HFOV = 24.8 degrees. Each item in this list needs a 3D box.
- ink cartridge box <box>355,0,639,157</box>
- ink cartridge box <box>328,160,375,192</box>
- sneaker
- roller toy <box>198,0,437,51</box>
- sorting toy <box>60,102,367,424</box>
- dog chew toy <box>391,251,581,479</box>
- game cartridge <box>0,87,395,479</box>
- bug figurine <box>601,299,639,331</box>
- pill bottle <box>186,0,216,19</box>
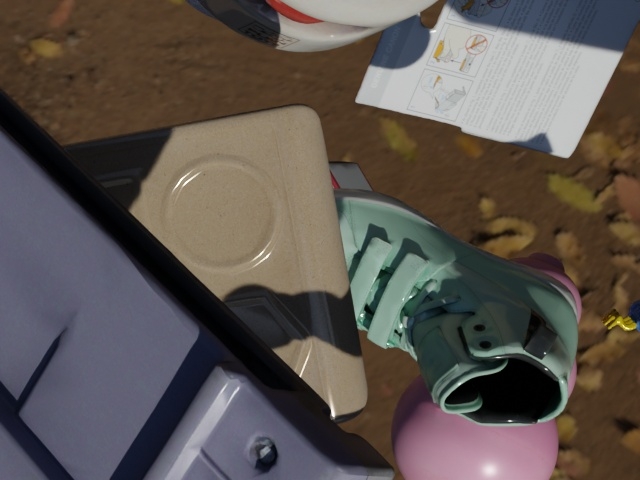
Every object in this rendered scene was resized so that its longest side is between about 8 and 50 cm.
[{"bbox_3d":[0.184,-0.228,1.386,0.239,0.060,0.275,13,121,-16],"label":"ink cartridge box"},{"bbox_3d":[0.000,0.000,1.869,0.175,0.072,0.127,-43,66,33],"label":"ink cartridge box"},{"bbox_3d":[0.061,0.046,1.013,0.256,0.151,0.094,17,115,-1],"label":"sneaker"},{"bbox_3d":[-0.004,-0.224,0.960,0.191,0.209,0.146,64,158,-8],"label":"roller toy"},{"bbox_3d":[-0.087,0.029,0.854,0.208,0.038,0.193,-11,102,-4],"label":"sorting toy"},{"bbox_3d":[0.221,0.169,1.805,0.206,0.206,0.332,19,74,20],"label":"dog chew toy"},{"bbox_3d":[-0.155,0.077,0.651,0.355,0.068,0.230,41,102,30],"label":"game cartridge"},{"bbox_3d":[0.465,0.044,1.705,0.279,0.216,0.072,-41,99,11],"label":"bug figurine"},{"bbox_3d":[-0.047,-0.280,1.245,0.108,0.108,0.180,11,79,23],"label":"pill bottle"}]
